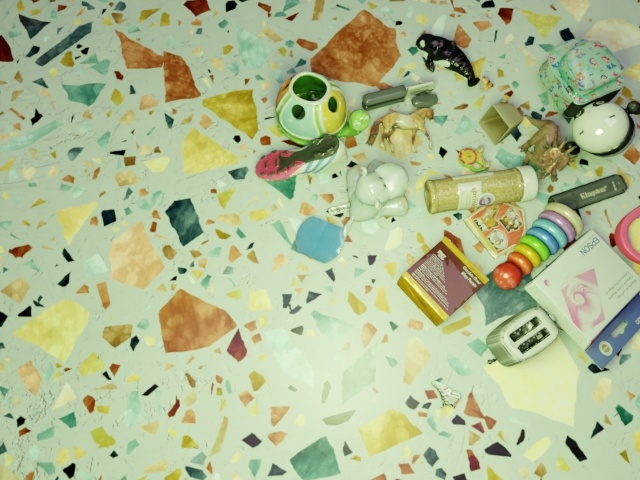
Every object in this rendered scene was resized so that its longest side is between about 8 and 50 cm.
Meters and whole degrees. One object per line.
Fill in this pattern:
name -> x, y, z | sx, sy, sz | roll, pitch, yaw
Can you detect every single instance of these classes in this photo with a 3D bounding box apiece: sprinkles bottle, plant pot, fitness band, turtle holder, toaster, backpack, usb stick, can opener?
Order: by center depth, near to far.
toaster -> 0.610, 0.297, 1.554 | 0.227, 0.146, 0.129 | -30, 74, -8
fitness band -> 1.128, -0.028, 1.701 | 0.290, 0.054, 0.209 | -31, 74, -10
sprinkles bottle -> 0.534, -0.169, 1.712 | 0.355, 0.121, 0.121 | -8, 72, 1
usb stick -> 0.915, -0.157, 1.748 | 0.277, 0.045, 0.077 | -18, 72, -6
turtle holder -> -0.012, -0.439, 1.753 | 0.243, 0.227, 0.320 | -37, 75, -11
plant pot -> 0.651, -0.423, 1.810 | 0.096, 0.109, 0.109 | -23, 73, -19
backpack -> 0.925, -0.599, 1.823 | 0.225, 0.191, 0.254 | -23, 68, -6
can opener -> 0.291, -0.521, 1.856 | 0.280, 0.074, 0.093 | -10, 73, -2

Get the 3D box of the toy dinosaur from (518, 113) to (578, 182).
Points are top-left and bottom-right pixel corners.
toy dinosaur -> 0.771, -0.323, 1.721 | 0.127, 0.200, 0.296 | 0, 72, 1

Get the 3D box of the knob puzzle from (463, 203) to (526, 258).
knob puzzle -> 0.616, -0.057, 1.728 | 0.213, 0.030, 0.213 | 0, 72, 1

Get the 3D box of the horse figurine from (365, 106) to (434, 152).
horse figurine -> 0.292, -0.400, 1.823 | 0.263, 0.066, 0.175 | -2, 78, -3

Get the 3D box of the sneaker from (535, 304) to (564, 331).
sneaker -> 0.753, 0.247, 1.615 | 0.135, 0.058, 0.052 | 29, 75, 9

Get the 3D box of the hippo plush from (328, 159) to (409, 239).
hippo plush -> 0.162, -0.181, 1.664 | 0.294, 0.236, 0.234 | -21, 74, -6

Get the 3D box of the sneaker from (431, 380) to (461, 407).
sneaker -> 0.374, 0.477, 1.555 | 0.098, 0.038, 0.069 | 26, 74, 9

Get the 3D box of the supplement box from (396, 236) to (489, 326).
supplement box -> 0.383, 0.132, 1.618 | 0.194, 0.129, 0.191 | -40, 76, -11

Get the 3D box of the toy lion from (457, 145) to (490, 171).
toy lion -> 0.539, -0.286, 1.803 | 0.096, 0.034, 0.100 | -18, 73, 2

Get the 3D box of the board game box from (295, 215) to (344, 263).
board game box -> 0.000, 0.000, 1.710 | 0.168, 0.033, 0.133 | 22, 87, 20

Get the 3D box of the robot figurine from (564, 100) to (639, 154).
robot figurine -> 0.948, -0.372, 1.706 | 0.173, 0.278, 0.209 | 26, 108, 35

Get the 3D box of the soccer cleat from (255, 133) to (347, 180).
soccer cleat -> -0.061, -0.262, 1.766 | 0.331, 0.143, 0.116 | -14, 65, 21

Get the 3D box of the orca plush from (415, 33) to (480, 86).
orca plush -> 0.477, -0.687, 1.892 | 0.151, 0.102, 0.287 | -31, 75, -9

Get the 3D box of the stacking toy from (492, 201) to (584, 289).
stacking toy -> 0.693, 0.034, 1.654 | 0.141, 0.141, 0.330 | 44, 83, 13

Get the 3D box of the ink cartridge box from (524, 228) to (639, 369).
ink cartridge box -> 0.866, 0.174, 1.599 | 0.324, 0.071, 0.330 | -34, 73, -23

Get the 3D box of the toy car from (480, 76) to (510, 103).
toy car -> 0.634, -0.550, 1.874 | 0.040, 0.060, 0.122 | -49, 68, 19
